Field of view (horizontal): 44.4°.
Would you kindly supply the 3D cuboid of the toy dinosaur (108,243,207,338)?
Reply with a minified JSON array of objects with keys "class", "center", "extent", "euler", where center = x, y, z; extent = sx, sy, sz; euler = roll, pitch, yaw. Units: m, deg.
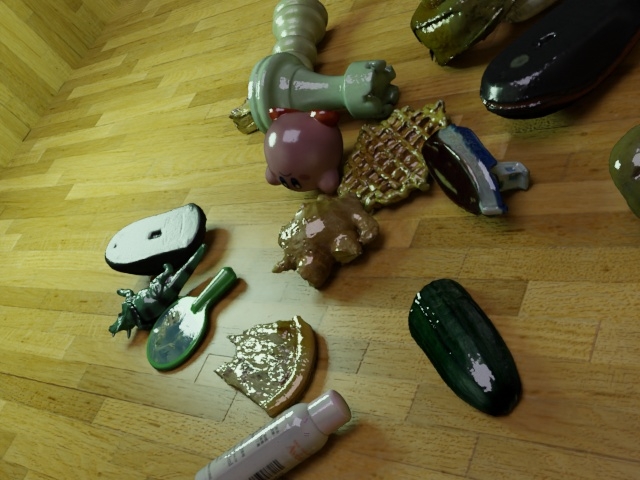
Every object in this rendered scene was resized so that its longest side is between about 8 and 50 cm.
[{"class":"toy dinosaur","center":[-0.352,0.104,1.705],"extent":[0.292,0.079,0.120],"euler":[-47,42,1]}]

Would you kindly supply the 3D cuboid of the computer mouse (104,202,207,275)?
[{"class":"computer mouse","center":[-0.364,0.011,1.796],"extent":[0.270,0.086,0.137],"euler":[-17,53,21]}]

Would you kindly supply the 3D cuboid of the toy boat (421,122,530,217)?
[{"class":"toy boat","center":[0.265,-0.125,1.325],"extent":[0.115,0.114,0.262],"euler":[-16,39,-15]}]

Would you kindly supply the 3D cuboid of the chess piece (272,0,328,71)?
[{"class":"chess piece","center":[-0.061,-0.474,1.949],"extent":[0.144,0.144,0.251],"euler":[-18,48,31]}]

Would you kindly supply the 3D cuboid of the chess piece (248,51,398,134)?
[{"class":"chess piece","center":[0.011,-0.319,1.699],"extent":[0.299,0.194,0.194],"euler":[2,56,34]}]

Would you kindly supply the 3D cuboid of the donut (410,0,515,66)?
[{"class":"donut","center":[0.288,-0.484,1.573],"extent":[0.272,0.107,0.272],"euler":[-48,21,26]}]

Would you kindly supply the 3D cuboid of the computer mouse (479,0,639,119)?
[{"class":"computer mouse","center":[0.418,-0.314,1.348],"extent":[0.323,0.116,0.183],"euler":[-39,35,-5]}]

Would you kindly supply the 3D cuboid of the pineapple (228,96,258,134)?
[{"class":"pineapple","center":[-0.153,-0.323,1.936],"extent":[0.137,0.069,0.116],"euler":[-46,36,-5]}]

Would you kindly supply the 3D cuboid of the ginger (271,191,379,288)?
[{"class":"ginger","center":[0.000,0.000,1.452],"extent":[0.216,0.102,0.157],"euler":[-35,61,8]}]

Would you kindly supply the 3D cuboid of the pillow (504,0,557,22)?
[{"class":"pillow","center":[0.449,-0.520,1.553],"extent":[0.254,0.078,0.144],"euler":[-37,26,9]}]

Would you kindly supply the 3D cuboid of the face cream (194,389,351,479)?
[{"class":"face cream","center":[-0.071,0.324,1.220],"extent":[0.269,0.082,0.082],"euler":[-36,37,12]}]

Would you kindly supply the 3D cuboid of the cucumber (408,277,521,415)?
[{"class":"cucumber","center":[0.208,0.152,1.143],"extent":[0.115,0.063,0.244],"euler":[-42,38,4]}]

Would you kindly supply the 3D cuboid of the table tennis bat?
[{"class":"table tennis bat","center":[-0.265,0.155,1.607],"extent":[0.257,0.039,0.160],"euler":[-48,39,-1]}]

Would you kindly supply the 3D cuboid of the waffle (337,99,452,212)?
[{"class":"waffle","center":[0.142,-0.161,1.515],"extent":[0.254,0.052,0.245],"euler":[-13,48,37]}]

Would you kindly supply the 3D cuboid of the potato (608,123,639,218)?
[{"class":"potato","center":[0.493,-0.101,1.044],"extent":[0.194,0.157,0.157],"euler":[-23,42,24]}]

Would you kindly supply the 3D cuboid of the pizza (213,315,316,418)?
[{"class":"pizza","center":[-0.103,0.207,1.403],"extent":[0.262,0.034,0.181],"euler":[11,63,48]}]

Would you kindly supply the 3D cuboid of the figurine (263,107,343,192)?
[{"class":"figurine","center":[-0.036,-0.183,1.611],"extent":[0.173,0.173,0.173],"euler":[-25,41,24]}]
